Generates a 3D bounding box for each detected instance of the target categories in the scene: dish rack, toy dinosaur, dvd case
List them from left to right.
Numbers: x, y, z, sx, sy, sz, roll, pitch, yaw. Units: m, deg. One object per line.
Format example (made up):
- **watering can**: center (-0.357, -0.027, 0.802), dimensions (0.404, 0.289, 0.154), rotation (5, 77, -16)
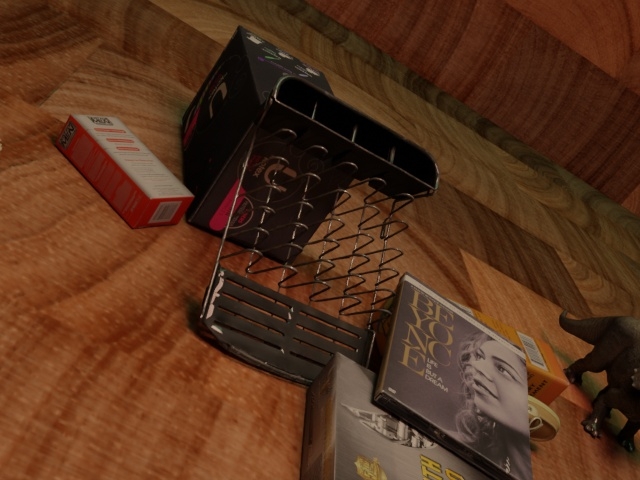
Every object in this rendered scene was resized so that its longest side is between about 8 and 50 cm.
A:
- **dish rack**: center (0.000, 0.000, 0.766), dimensions (0.208, 0.074, 0.271), rotation (25, 64, -24)
- **dvd case**: center (0.138, 0.130, 0.775), dimensions (0.165, 0.018, 0.221), rotation (34, 27, -5)
- **toy dinosaur**: center (0.422, 0.178, 1.066), dimensions (0.121, 0.160, 0.313), rotation (31, 24, -12)

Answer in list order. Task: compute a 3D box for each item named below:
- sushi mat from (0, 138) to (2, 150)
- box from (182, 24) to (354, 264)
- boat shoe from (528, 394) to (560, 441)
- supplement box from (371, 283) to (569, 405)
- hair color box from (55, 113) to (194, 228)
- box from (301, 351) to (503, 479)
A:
- **sushi mat**: center (-0.449, -0.161, 0.700), dimensions (0.317, 0.019, 0.151), rotation (17, 29, -37)
- **box**: center (-0.071, -0.126, 0.967), dimensions (0.143, 0.165, 0.270), rotation (25, 24, -25)
- **boat shoe**: center (0.199, 0.194, 0.866), dimensions (0.153, 0.056, 0.048), rotation (28, 33, -14)
- **supplement box**: center (0.176, 0.131, 0.924), dimensions (0.233, 0.078, 0.080), rotation (26, 28, -20)
- **hair color box**: center (-0.209, -0.075, 0.834), dimensions (0.141, 0.043, 0.072), rotation (45, 24, 20)
- **box**: center (0.073, 0.213, 0.643), dimensions (0.183, 0.056, 0.231), rotation (31, 23, -12)
